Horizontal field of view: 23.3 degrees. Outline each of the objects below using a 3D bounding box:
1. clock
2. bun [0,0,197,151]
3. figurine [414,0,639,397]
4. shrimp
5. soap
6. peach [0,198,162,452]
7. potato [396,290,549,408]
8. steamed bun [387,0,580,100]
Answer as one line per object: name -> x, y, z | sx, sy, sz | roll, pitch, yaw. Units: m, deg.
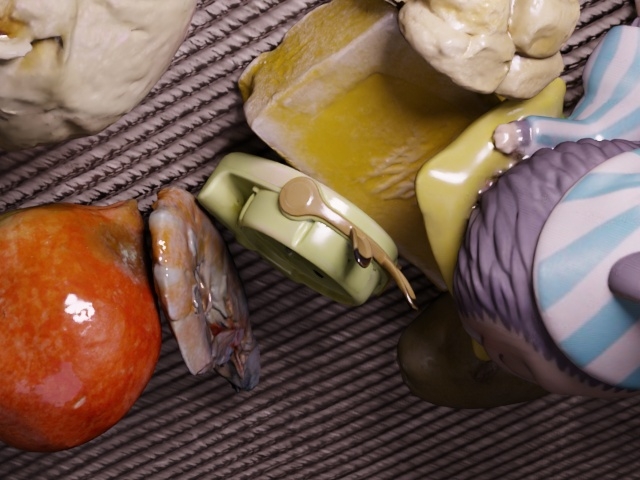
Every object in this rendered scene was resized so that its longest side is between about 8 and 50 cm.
clock -> 0.000, 0.000, 1.460 | 0.170, 0.232, 0.069 | 43, 77, -37
bun -> -0.270, -0.216, 1.223 | 0.361, 0.213, 0.361 | -6, 130, -7
figurine -> 0.315, -0.005, 1.319 | 0.361, 0.378, 0.266 | -50, 131, -9
shrimp -> -0.114, 0.080, 1.548 | 0.062, 0.164, 0.317 | -4, 139, 13
soap -> 0.090, -0.098, 1.478 | 0.199, 0.091, 0.315 | -37, 128, 19
peach -> -0.251, 0.069, 1.484 | 0.256, 0.232, 0.232 | -48, 130, -11
potato -> 0.187, 0.092, 1.601 | 0.235, 0.160, 0.178 | -27, 159, 11
steamed bun -> 0.141, -0.211, 1.326 | 0.192, 0.177, 0.106 | 24, 122, -37
